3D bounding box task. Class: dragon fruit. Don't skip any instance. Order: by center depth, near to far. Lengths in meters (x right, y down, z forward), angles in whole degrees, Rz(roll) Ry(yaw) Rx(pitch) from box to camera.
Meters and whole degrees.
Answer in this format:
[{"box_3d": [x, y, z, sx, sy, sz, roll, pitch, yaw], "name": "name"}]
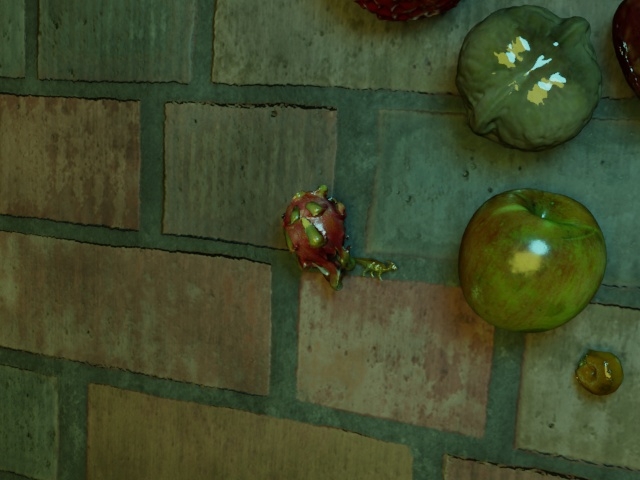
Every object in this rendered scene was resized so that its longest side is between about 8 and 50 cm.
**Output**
[{"box_3d": [0.000, 0.000, 1.377, 0.133, 0.150, 0.207, -22, 94, -11], "name": "dragon fruit"}]

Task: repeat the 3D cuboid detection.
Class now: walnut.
[{"box_3d": [0.341, -0.266, 1.168, 0.248, 0.248, 0.248, 2, 97, 20], "name": "walnut"}]

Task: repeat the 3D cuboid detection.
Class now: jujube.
[{"box_3d": [0.570, -0.289, 1.105, 0.183, 0.183, 0.243, -23, 83, 21], "name": "jujube"}]

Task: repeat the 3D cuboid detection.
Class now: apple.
[{"box_3d": [0.356, 0.038, 1.222, 0.246, 0.246, 0.226, 24, 123, 16], "name": "apple"}]

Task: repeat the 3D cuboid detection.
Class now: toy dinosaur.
[{"box_3d": [0.097, 0.055, 1.400, 0.113, 0.026, 0.041, 7, 97, 22], "name": "toy dinosaur"}]

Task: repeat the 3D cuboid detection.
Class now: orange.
[{"box_3d": [0.499, 0.233, 1.253, 0.086, 0.062, 0.086, 20, 113, 59], "name": "orange"}]

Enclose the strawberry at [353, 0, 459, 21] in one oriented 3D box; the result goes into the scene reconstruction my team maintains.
[{"box_3d": [0.141, -0.514, 1.172, 0.292, 0.310, 0.291, 4, 102, 18], "name": "strawberry"}]
